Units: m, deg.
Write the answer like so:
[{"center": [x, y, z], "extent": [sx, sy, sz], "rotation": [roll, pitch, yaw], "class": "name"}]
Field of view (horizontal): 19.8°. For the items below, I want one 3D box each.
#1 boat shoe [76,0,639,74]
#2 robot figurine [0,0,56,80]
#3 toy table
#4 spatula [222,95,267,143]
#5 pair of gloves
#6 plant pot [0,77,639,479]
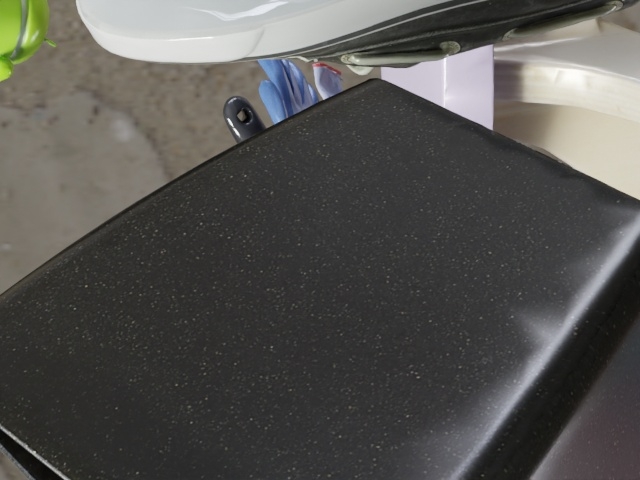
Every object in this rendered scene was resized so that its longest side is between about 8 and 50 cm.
[{"center": [0.020, -0.094, 0.692], "extent": [0.070, 0.219, 0.078], "rotation": [72, 12, -54], "class": "boat shoe"}, {"center": [-0.232, -0.151, 1.223], "extent": [0.115, 0.067, 0.101], "rotation": [-1, 66, -36], "class": "robot figurine"}, {"center": [0.123, -0.114, 0.997], "extent": [0.161, 0.252, 0.274], "rotation": [-7, 135, -7], "class": "toy table"}, {"center": [0.000, 0.000, 1.595], "extent": [0.084, 0.030, 0.296], "rotation": [-41, 104, -25], "class": "spatula"}, {"center": [0.005, -0.077, 1.500], "extent": [0.198, 0.023, 0.159], "rotation": [10, 61, -67], "class": "pair of gloves"}, {"center": [0.026, 0.063, 0.569], "extent": [0.167, 0.187, 0.188], "rotation": [-49, 140, -14], "class": "plant pot"}]
